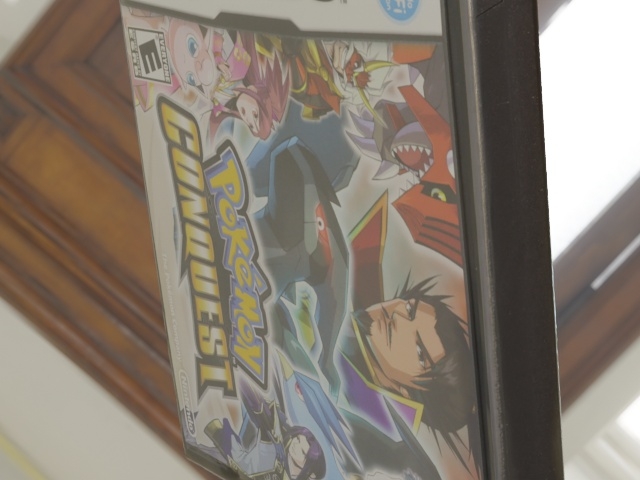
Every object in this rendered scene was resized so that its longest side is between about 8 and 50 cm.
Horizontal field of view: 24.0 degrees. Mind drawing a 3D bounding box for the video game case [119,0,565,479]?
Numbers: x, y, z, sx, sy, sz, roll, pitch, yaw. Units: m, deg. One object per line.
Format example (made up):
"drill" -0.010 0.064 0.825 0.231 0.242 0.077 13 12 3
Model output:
"video game case" 0.000 0.000 0.627 0.035 0.274 0.248 -17 -160 -32
